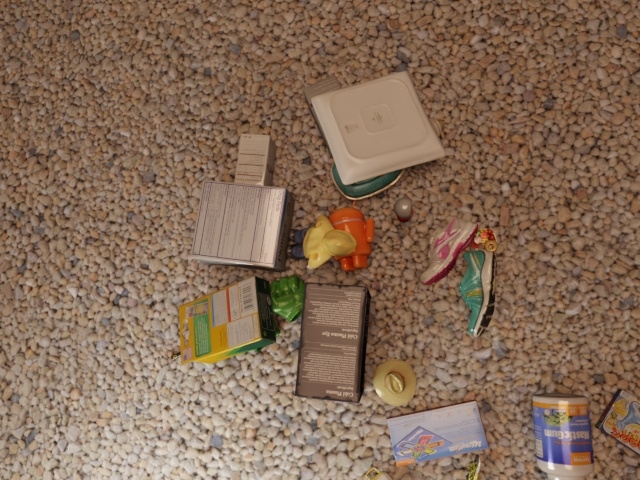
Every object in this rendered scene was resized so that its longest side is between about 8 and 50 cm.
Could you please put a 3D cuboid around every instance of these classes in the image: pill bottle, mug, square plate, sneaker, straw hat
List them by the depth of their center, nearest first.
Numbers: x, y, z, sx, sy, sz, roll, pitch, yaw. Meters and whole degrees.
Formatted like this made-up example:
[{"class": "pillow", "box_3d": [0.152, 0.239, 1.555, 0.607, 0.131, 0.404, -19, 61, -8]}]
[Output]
[{"class": "pill bottle", "box_3d": [0.695, 0.582, 1.596, 0.153, 0.152, 0.271, -2, 79, 8]}, {"class": "sneaker", "box_3d": [0.458, 0.683, 1.674, 0.035, 0.031, 0.083, 13, 82, 11]}, {"class": "mug", "box_3d": [0.180, 0.730, 1.693, 0.064, 0.062, 0.078, -44, 84, -9]}, {"class": "straw hat", "box_3d": [0.232, 0.442, 1.733, 0.145, 0.061, 0.144, -1, 81, 9]}, {"class": "sneaker", "box_3d": [0.485, 0.163, 1.741, 0.110, 0.107, 0.275, 1, 75, 28]}, {"class": "sneaker", "box_3d": [0.386, 0.027, 1.770, 0.111, 0.103, 0.252, 37, 87, 23]}, {"class": "square plate", "box_3d": [0.182, -0.375, 1.780, 0.345, 0.049, 0.346, -17, 69, -6]}]

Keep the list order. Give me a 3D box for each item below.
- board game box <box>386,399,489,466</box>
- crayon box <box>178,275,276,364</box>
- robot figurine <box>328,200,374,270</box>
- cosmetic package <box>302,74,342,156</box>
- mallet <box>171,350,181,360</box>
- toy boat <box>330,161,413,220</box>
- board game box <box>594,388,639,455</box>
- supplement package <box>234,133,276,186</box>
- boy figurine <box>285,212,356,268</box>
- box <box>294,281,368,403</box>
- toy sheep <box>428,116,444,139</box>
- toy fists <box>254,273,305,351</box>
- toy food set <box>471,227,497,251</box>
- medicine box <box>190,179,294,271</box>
[{"class": "board game box", "box_3d": [0.355, 0.588, 1.707, 0.282, 0.027, 0.144, -13, 77, 6]}, {"class": "crayon box", "box_3d": [-0.298, 0.259, 1.753, 0.323, 0.083, 0.202, -22, 63, 26]}, {"class": "robot figurine", "box_3d": [0.095, -0.013, 1.799, 0.128, 0.158, 0.219, -6, 78, -22]}, {"class": "cosmetic package", "box_3d": [0.043, -0.418, 1.890, 0.127, 0.107, 0.237, -25, 75, 0]}, {"class": "mallet", "box_3d": [-0.409, 0.360, 1.857, 0.190, 0.039, 0.062, -34, 74, 5]}, {"class": "toy boat", "box_3d": [0.200, -0.196, 1.804, 0.268, 0.148, 0.318, -35, 77, 1]}, {"class": "board game box", "box_3d": [0.931, 0.549, 1.626, 0.201, 0.035, 0.136, 33, 86, 12]}, {"class": "supplement package", "box_3d": [-0.219, -0.258, 1.898, 0.105, 0.105, 0.179, 5, 81, 9]}, {"class": "boy figurine", "box_3d": [0.000, 0.000, 1.741, 0.285, 0.092, 0.177, -5, 73, 53]}, {"class": "box", "box_3d": [0.047, 0.295, 1.641, 0.179, 0.343, 0.312, 3, 80, 7]}, {"class": "toy sheep", "box_3d": [0.353, -0.358, 1.843, 0.132, 0.091, 0.091, -31, 77, -17]}, {"class": "toy fists", "box_3d": [-0.160, 0.226, 1.811, 0.279, 0.096, 0.142, -42, 73, 1]}, {"class": "toy food set", "box_3d": [0.524, 0.001, 1.788, 0.083, 0.020, 0.083, -3, 80, 8]}, {"class": "medicine box", "box_3d": [-0.253, -0.045, 1.843, 0.290, 0.149, 0.263, 7, 81, 9]}]
